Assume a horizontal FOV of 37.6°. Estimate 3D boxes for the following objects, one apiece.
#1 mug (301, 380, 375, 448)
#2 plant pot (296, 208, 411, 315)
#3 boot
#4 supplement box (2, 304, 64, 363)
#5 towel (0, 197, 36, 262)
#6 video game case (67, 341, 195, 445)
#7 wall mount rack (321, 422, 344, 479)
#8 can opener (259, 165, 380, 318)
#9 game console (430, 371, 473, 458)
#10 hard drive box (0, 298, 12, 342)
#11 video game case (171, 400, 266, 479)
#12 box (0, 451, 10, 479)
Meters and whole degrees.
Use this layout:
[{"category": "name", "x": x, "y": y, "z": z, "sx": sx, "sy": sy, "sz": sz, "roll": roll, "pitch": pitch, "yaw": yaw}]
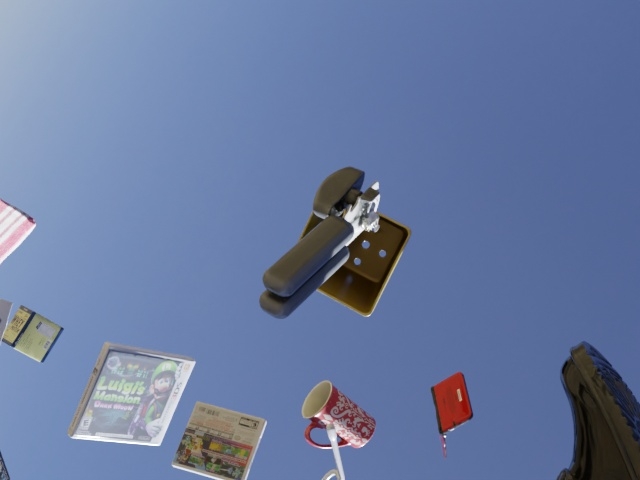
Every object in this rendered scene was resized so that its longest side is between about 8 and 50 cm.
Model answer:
[{"category": "mug", "x": 0.040, "y": 0.465, "z": 2.425, "sx": 0.150, "sy": 0.169, "sz": 0.113, "roll": -48, "pitch": -159, "yaw": 10}, {"category": "plant pot", "x": 0.079, "y": 0.016, "z": 2.081, "sx": 0.212, "sy": 0.212, "sz": 0.187, "roll": -64, "pitch": 169, "yaw": 11}, {"category": "boot", "x": 0.349, "y": 0.341, "z": 1.343, "sx": 0.260, "sy": 0.131, "sz": 0.347, "roll": -30, "pitch": -123, "yaw": 22}, {"category": "supplement box", "x": -0.580, "y": 0.188, "z": 1.892, "sx": 0.056, "sy": 0.083, "sz": 0.083, "roll": 15, "pitch": -110, "yaw": 47}, {"category": "towel", "x": -0.512, "y": -0.025, "z": 1.304, "sx": 0.144, "sy": 0.197, "sz": 0.029, "roll": -44, "pitch": -135, "yaw": 3}, {"category": "video game case", "x": -0.325, "y": 0.270, "z": 1.635, "sx": 0.022, "sy": 0.190, "sz": 0.173, "roll": 28, "pitch": -83, "yaw": 45}, {"category": "wall mount rack", "x": -0.005, "y": 0.553, "z": 1.870, "sx": 0.304, "sy": 0.131, "sz": 0.350, "roll": -55, "pitch": -161, "yaw": 29}, {"category": "can opener", "x": 0.000, "y": 0.000, "z": 1.231, "sx": 0.280, "sy": 0.093, "sz": 0.074, "roll": -48, "pitch": 154, "yaw": -47}, {"category": "game console", "x": 0.295, "y": 0.387, "z": 2.090, "sx": 0.124, "sy": 0.085, "sz": 0.144, "roll": -34, "pitch": -149, "yaw": 19}, {"category": "hard drive box", "x": -0.675, "y": 0.158, "z": 1.613, "sx": 0.089, "sy": 0.232, "sz": 0.181, "roll": -6, "pitch": -113, "yaw": 46}, {"category": "video game case", "x": -0.263, "y": 0.529, "z": 2.456, "sx": 0.201, "sy": 0.023, "sz": 0.183, "roll": 12, "pitch": -119, "yaw": 15}, {"category": "box", "x": -0.524, "y": 0.310, "z": 1.328, "sx": 0.060, "sy": 0.270, "sz": 0.216, "roll": -10, "pitch": -156, "yaw": -1}]
